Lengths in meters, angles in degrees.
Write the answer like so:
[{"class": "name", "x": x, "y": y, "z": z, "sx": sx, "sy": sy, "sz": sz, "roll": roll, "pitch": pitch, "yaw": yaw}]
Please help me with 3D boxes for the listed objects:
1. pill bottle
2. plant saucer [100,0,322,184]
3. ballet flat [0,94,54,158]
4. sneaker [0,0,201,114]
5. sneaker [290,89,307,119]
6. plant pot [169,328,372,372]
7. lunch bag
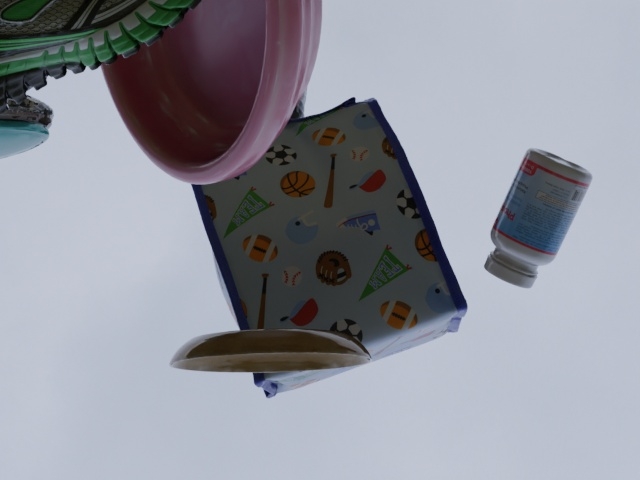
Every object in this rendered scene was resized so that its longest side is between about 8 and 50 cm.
[{"class": "pill bottle", "x": 0.262, "y": -0.026, "z": 1.315, "sx": 0.087, "sy": 0.087, "sz": 0.160, "roll": 29, "pitch": -75, "yaw": 24}, {"class": "plant saucer", "x": -0.104, "y": -0.220, "z": 0.976, "sx": 0.084, "sy": 0.332, "sz": 0.332, "roll": -14, "pitch": -130, "yaw": -35}, {"class": "ballet flat", "x": -0.507, "y": -0.110, "z": 1.022, "sx": 0.483, "sy": 0.164, "sz": 0.182, "roll": -23, "pitch": -94, "yaw": -25}, {"class": "sneaker", "x": -0.225, "y": -0.214, "z": 0.889, "sx": 0.344, "sy": 0.146, "sz": 0.134, "roll": -25, "pitch": -150, "yaw": 4}, {"class": "sneaker", "x": -0.072, "y": -0.278, "z": 1.799, "sx": 0.105, "sy": 0.295, "sz": 0.146, "roll": -1, "pitch": -118, "yaw": 7}, {"class": "plant pot", "x": -0.058, "y": 0.129, "z": 1.252, "sx": 0.236, "sy": 0.236, "sz": 0.032, "roll": -3, "pitch": -103, "yaw": 5}, {"class": "lunch bag", "x": 0.000, "y": 0.000, "z": 1.604, "sx": 0.328, "sy": 0.239, "sz": 0.385, "roll": -20, "pitch": -104, "yaw": -5}]
